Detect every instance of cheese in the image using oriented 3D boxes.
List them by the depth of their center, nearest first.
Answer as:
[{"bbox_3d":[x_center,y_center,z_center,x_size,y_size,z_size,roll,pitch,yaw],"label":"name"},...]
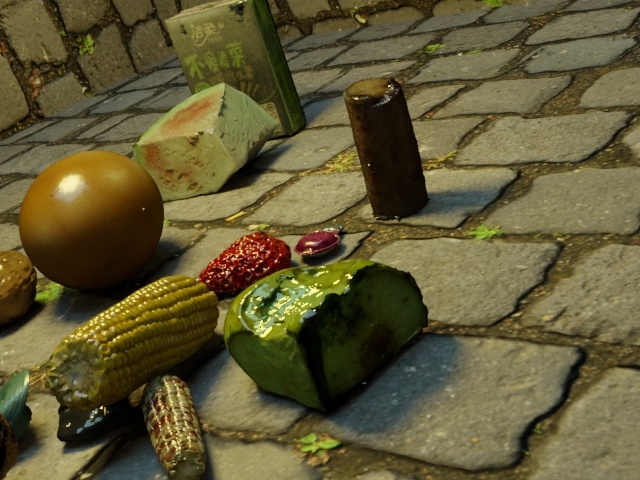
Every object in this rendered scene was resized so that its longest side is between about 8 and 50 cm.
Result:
[{"bbox_3d":[0.000,0.000,1.830,0.095,0.038,0.145,-5,19,27],"label":"cheese"}]

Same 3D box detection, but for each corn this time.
[{"bbox_3d":[-0.200,0.260,1.321,0.080,0.079,0.237,-23,22,-11],"label":"corn"},{"bbox_3d":[-0.275,0.148,1.482,0.144,0.143,0.387,-10,7,20],"label":"corn"}]

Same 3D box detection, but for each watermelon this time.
[{"bbox_3d":[-0.272,-0.230,2.398,0.387,0.228,0.258,-29,33,-11],"label":"watermelon"}]

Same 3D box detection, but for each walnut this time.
[{"bbox_3d":[-0.669,0.096,1.992,0.156,0.155,0.184,-12,21,16],"label":"walnut"}]

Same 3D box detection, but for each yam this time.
[{"bbox_3d":[0.130,-0.173,1.840,0.131,0.279,0.131,-11,32,7],"label":"yam"}]

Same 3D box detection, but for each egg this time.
[{"bbox_3d":[-0.470,-0.045,1.984,0.283,0.282,0.351,-13,23,13],"label":"egg"}]

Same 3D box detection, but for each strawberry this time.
[{"bbox_3d":[-0.144,0.045,1.784,0.188,0.082,0.121,-19,24,-10],"label":"strawberry"}]

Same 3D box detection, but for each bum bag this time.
[{"bbox_3d":[-0.362,0.235,1.532,0.123,0.060,0.248,-19,23,-3],"label":"bum bag"}]

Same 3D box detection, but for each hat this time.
[{"bbox_3d":[-0.507,0.292,1.499,0.191,0.078,0.138,-42,17,-7],"label":"hat"}]

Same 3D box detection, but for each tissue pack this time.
[{"bbox_3d":[-0.232,-0.465,2.642,0.288,0.394,0.124,-7,25,29],"label":"tissue pack"}]

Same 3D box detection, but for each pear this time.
[{"bbox_3d":[-0.009,0.110,1.415,0.238,0.164,0.255,-36,26,-32],"label":"pear"}]

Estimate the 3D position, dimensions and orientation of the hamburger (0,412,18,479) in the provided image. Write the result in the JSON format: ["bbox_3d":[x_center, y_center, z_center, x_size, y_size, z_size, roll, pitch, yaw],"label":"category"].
[{"bbox_3d":[-0.551,0.286,1.364,0.231,0.230,0.107,-9,13,23],"label":"hamburger"}]
